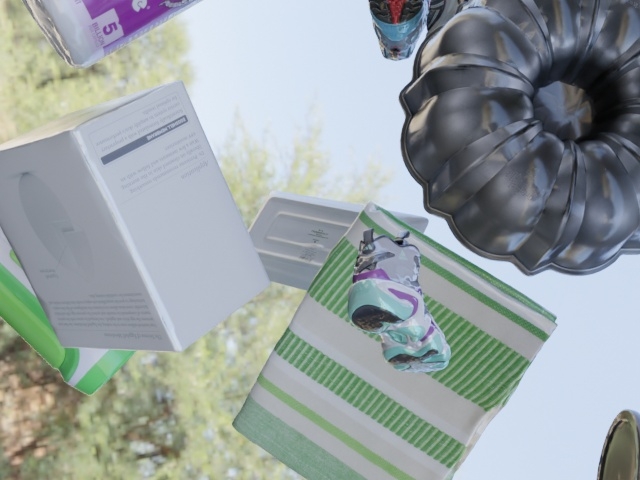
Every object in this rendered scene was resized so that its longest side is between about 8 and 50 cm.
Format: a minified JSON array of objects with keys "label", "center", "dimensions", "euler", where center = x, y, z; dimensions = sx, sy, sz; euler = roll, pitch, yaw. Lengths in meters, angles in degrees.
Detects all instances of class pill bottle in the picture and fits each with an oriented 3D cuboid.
[{"label":"pill bottle","center":[-0.219,-0.355,1.219],"dimensions":[0.169,0.301,0.169],"euler":[50,-15,19]}]

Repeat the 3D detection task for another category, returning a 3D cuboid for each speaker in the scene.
[{"label":"speaker","center":[-0.363,0.060,1.264],"dimensions":[0.296,0.131,0.131],"euler":[45,-18,-2]}]

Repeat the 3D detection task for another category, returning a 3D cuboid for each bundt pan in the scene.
[{"label":"bundt pan","center":[0.249,-0.134,0.992],"dimensions":[0.124,0.331,0.330],"euler":[111,-32,-77]}]

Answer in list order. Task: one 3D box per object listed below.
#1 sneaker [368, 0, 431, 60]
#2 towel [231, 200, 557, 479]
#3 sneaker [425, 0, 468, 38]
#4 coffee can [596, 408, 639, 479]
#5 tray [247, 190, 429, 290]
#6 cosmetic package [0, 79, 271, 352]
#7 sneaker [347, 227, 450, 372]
[{"label":"sneaker","center":[0.123,-0.377,1.488],"dimensions":[0.125,0.104,0.262],"euler":[83,20,-51]},{"label":"towel","center":[0.072,0.148,1.064],"dimensions":[0.325,0.248,0.038],"euler":[-61,171,25]},{"label":"sneaker","center":[0.199,-0.335,1.267],"dimensions":[0.299,0.121,0.112],"euler":[118,-46,-77]},{"label":"coffee can","center":[0.565,0.372,1.433],"dimensions":[0.201,0.275,0.201],"euler":[11,90,-88]},{"label":"tray","center":[0.000,0.000,1.327],"dimensions":[0.270,0.145,0.030],"euler":[12,-27,36]},{"label":"cosmetic package","center":[-0.201,-0.018,0.981],"dimensions":[0.224,0.138,0.224],"euler":[-4,-67,47]},{"label":"sneaker","center":[0.046,0.028,0.539],"dimensions":[0.098,0.038,0.069],"euler":[53,35,-51]}]
